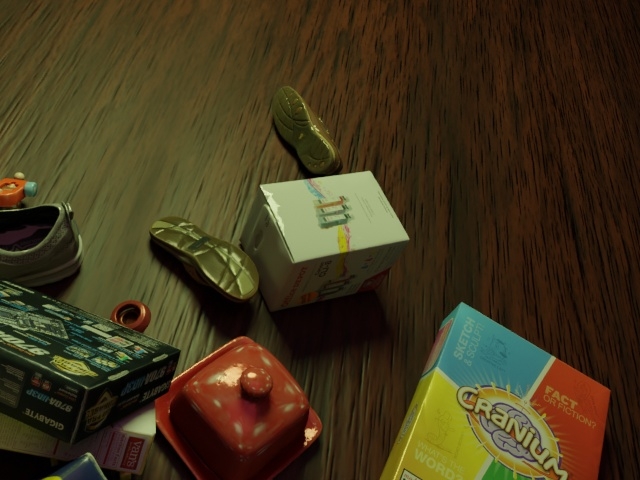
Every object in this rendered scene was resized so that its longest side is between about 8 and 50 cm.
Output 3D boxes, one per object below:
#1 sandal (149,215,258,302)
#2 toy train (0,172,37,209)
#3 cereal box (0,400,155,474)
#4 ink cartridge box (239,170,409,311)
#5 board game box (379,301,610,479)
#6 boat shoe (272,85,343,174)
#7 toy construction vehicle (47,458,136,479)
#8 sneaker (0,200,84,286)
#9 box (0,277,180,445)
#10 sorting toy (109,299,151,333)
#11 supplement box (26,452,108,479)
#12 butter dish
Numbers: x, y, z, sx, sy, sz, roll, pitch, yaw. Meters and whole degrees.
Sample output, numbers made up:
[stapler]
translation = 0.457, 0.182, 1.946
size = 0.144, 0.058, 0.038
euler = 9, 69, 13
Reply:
[sandal]
translation = -0.153, 0.029, 0.852
size = 0.180, 0.049, 0.072
euler = 31, 41, 22
[toy train]
translation = -0.445, -0.048, 0.794
size = 0.166, 0.046, 0.125
euler = 6, 26, -6
[cereal box]
translation = -0.280, 0.142, 0.617
size = 0.240, 0.173, 0.047
euler = 17, 94, -17
[ink cartridge box]
translation = 0.000, 0.000, 0.878
size = 0.176, 0.128, 0.127
euler = -10, 59, -27
[board game box]
translation = 0.222, 0.261, 0.808
size = 0.242, 0.064, 0.316
euler = 30, 49, 2
[boat shoe]
translation = -0.021, -0.176, 1.058
size = 0.060, 0.064, 0.178
euler = 9, 45, -56
[toy construction vehicle]
translation = -0.241, 0.211, 0.677
size = 0.086, 0.035, 0.098
euler = -4, 56, -25
[sneaker]
translation = -0.405, 0.013, 0.711
size = 0.281, 0.115, 0.105
euler = -23, 65, -34
[box]
translation = -0.262, 0.096, 0.588
size = 0.220, 0.051, 0.175
euler = 20, 4, 10
[sorting toy]
translation = -0.235, 0.118, 0.755
size = 0.061, 0.042, 0.102
euler = 31, 59, 23
[supplement box]
translation = -0.274, 0.340, 0.430
size = 0.356, 0.195, 0.194
euler = -35, 91, -38
[butter dish]
translation = -0.082, 0.178, 0.713
size = 0.160, 0.118, 0.160
euler = -31, 71, -37
